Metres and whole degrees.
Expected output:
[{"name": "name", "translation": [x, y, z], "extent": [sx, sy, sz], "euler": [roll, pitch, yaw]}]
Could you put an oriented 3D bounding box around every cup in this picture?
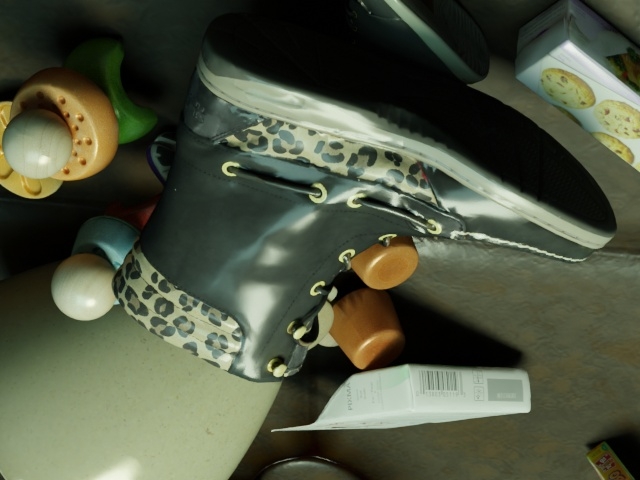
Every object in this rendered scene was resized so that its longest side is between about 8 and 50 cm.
[{"name": "cup", "translation": [-0.181, 0.135, 1.640], "extent": [0.237, 0.331, 0.331], "euler": [-34, 128, 8]}]

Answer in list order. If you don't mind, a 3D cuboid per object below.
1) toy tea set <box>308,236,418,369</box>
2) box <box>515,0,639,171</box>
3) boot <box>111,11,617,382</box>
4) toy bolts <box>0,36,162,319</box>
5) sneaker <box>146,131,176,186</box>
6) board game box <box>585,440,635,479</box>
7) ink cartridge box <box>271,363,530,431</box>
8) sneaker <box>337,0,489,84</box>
[{"name": "toy tea set", "translation": [0.000, 0.000, 1.596], "extent": [0.200, 0.124, 0.336], "euler": [-15, 139, -17]}, {"name": "box", "translation": [0.306, -0.094, 1.434], "extent": [0.324, 0.063, 0.067], "euler": [34, 135, -26]}, {"name": "boot", "translation": [0.027, -0.004, 1.382], "extent": [0.377, 0.138, 0.284], "euler": [20, 123, -17]}, {"name": "toy bolts", "translation": [-0.238, -0.035, 1.480], "extent": [0.218, 0.158, 0.228], "euler": [-18, 108, 35]}, {"name": "sneaker", "translation": [-0.125, -0.035, 1.587], "extent": [0.071, 0.068, 0.170], "euler": [-8, 137, 29]}, {"name": "board game box", "translation": [0.392, 0.351, 1.847], "extent": [0.039, 0.124, 0.259], "euler": [-37, 113, 4]}, {"name": "ink cartridge box", "translation": [0.083, 0.170, 1.751], "extent": [0.181, 0.056, 0.225], "euler": [5, 168, -41]}, {"name": "sneaker", "translation": [0.036, -0.188, 1.363], "extent": [0.118, 0.083, 0.222], "euler": [-20, 132, 31]}]
